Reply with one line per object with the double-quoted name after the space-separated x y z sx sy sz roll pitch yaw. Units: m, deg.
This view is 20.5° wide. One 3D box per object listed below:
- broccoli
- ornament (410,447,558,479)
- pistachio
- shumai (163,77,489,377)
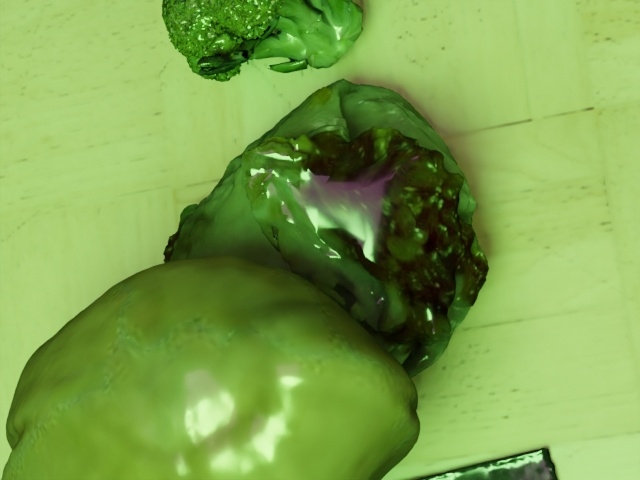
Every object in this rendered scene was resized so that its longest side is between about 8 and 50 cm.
-0.032 -0.145 0.980 0.120 0.131 0.130 37 91 -20 "broccoli"
0.048 0.184 0.849 0.166 0.196 0.153 -17 76 13 "ornament"
-0.063 0.098 0.872 0.181 0.293 0.162 5 67 -26 "pistachio"
-0.006 0.003 0.927 0.184 0.142 0.184 -3 77 15 "shumai"
